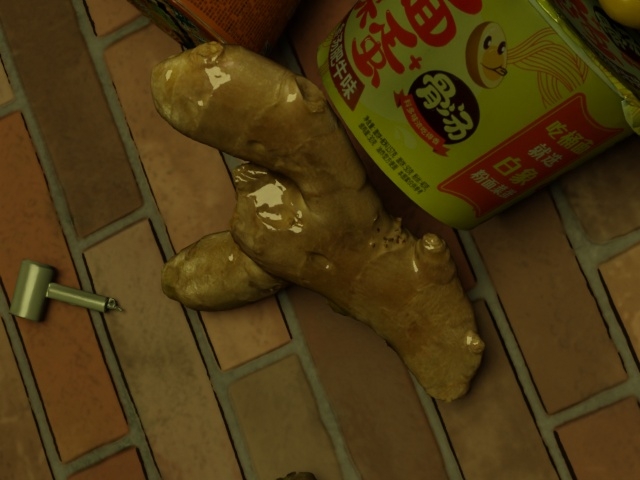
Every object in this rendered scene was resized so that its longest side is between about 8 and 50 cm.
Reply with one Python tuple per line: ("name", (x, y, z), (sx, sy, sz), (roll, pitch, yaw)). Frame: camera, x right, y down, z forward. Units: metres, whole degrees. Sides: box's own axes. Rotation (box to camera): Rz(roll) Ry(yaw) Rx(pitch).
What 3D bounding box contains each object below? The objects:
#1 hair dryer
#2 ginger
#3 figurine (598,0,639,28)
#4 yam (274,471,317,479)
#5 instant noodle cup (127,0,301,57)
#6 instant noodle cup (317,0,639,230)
("hair dryer", (-0.267, 0.064, 2.034), (0.124, 0.038, 0.063), (14, 87, 15))
("ginger", (0.007, -0.020, 1.822), (0.348, 0.363, 0.122), (17, 42, 12))
("figurine", (0.358, -0.255, 1.776), (0.234, 0.127, 0.185), (34, 87, 7))
("yam", (0.023, 0.340, 1.861), (0.061, 0.061, 0.253), (-32, 70, 13))
("instant noodle cup", (-0.101, -0.294, 1.939), (0.230, 0.230, 0.182), (36, 86, 22))
("instant noodle cup", (0.154, -0.162, 1.786), (0.221, 0.311, 0.311), (-40, 69, 21))
